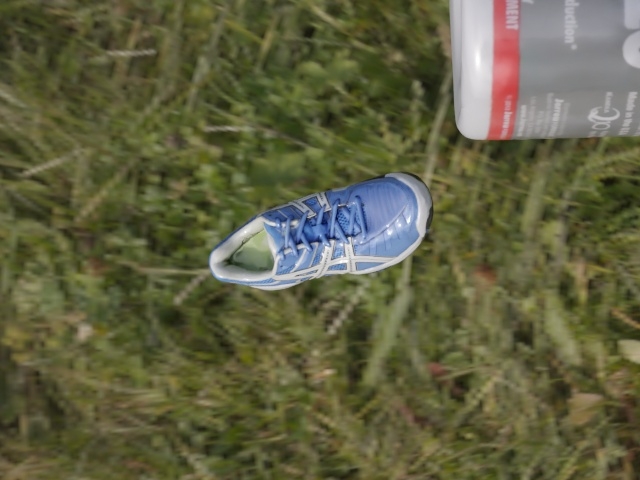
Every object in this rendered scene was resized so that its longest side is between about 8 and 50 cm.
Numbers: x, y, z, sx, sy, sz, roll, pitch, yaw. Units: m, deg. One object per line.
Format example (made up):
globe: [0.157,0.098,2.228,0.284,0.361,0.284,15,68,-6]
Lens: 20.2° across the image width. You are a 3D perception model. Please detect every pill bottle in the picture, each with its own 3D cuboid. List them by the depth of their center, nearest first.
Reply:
pill bottle: [0.221,-0.143,1.067,0.283,0.161,0.161,-2,86,2]

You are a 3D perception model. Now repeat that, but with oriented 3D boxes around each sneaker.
sneaker: [0.000,0.000,1.513,0.211,0.081,0.080,-22,83,30]
